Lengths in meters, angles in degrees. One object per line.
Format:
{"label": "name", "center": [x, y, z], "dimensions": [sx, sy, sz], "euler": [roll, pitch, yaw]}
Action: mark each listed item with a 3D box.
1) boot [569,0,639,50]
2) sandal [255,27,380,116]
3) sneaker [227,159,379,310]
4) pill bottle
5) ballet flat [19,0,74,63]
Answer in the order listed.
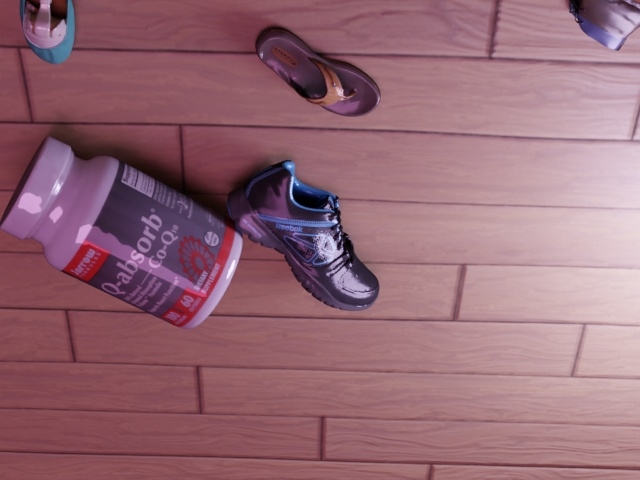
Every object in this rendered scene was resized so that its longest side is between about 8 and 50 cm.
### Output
{"label": "boot", "center": [0.389, -0.356, 1.523], "dimensions": [0.219, 0.082, 0.106], "euler": [19, 124, -16]}
{"label": "sandal", "center": [-0.006, -0.255, 1.626], "dimensions": [0.219, 0.060, 0.090], "euler": [32, 123, -22]}
{"label": "sneaker", "center": [0.000, 0.000, 1.794], "dimensions": [0.140, 0.125, 0.341], "euler": [-38, 121, 22]}
{"label": "pill bottle", "center": [-0.332, -0.014, 1.733], "dimensions": [0.363, 0.210, 0.210], "euler": [28, 124, -20]}
{"label": "ballet flat", "center": [-0.410, -0.356, 1.536], "dimensions": [0.083, 0.087, 0.247], "euler": [8, 129, -6]}
